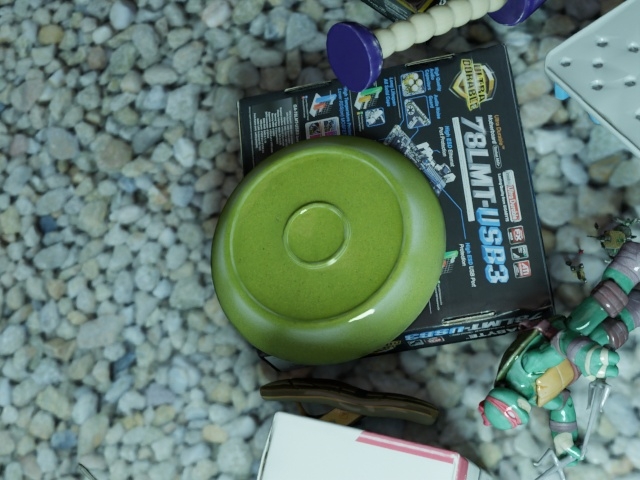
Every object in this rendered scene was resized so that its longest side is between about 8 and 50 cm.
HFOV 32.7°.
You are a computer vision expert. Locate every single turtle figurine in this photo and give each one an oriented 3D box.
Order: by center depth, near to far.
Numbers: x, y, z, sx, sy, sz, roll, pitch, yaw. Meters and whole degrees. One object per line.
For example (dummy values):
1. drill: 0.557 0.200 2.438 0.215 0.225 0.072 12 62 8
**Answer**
1. turtle figurine: 0.222 0.113 0.967 0.118 0.175 0.234 39 71 20

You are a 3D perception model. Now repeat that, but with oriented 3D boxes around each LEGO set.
1. LEGO set: 0.281 0.008 1.071 0.083 0.023 0.054 -27 63 19

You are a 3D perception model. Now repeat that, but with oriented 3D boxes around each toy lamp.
1. toy lamp: 0.134 -0.233 1.114 0.274 0.080 0.080 -27 61 -29

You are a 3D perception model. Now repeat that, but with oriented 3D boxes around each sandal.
1. sandal: 0.024 0.166 1.061 0.180 0.072 0.049 8 92 14

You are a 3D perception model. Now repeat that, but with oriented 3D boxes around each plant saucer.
1. plant saucer: 0.000 0.000 1.063 0.241 0.037 0.241 -5 70 15

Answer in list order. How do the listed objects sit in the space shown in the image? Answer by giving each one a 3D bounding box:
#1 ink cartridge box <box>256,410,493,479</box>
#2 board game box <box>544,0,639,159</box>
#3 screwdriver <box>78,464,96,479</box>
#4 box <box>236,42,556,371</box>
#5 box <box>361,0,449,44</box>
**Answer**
1. ink cartridge box: 0.053 0.218 0.944 0.158 0.218 0.092 10 79 19
2. board game box: 0.476 -0.141 0.998 0.390 0.050 0.390 -33 56 -8
3. screwdriver: -0.190 0.279 1.101 0.025 0.024 0.170 -28 54 -29
4. box: 0.071 -0.035 1.114 0.293 0.073 0.295 -11 67 11
5. box: 0.082 -0.411 1.249 0.322 0.079 0.257 40 83 24
